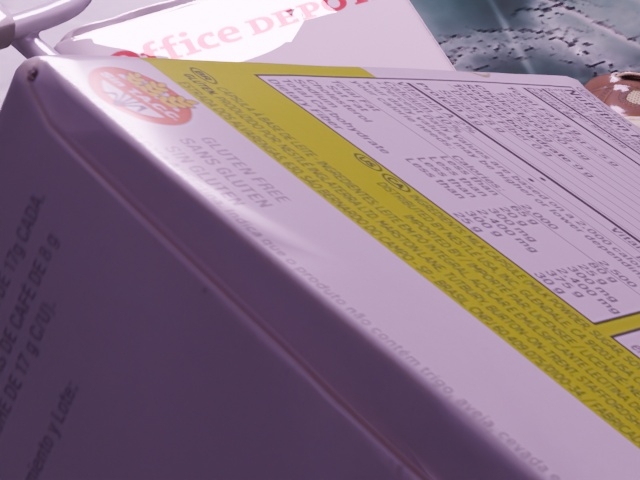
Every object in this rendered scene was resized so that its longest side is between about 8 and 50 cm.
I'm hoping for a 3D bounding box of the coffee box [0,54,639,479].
[{"bbox_3d":[0.061,0.168,0.571,0.338,0.337,0.334,38,24,26],"label":"coffee box"}]

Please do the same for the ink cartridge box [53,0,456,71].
[{"bbox_3d":[0.000,0.000,0.913,0.207,0.117,0.283,-20,62,-22],"label":"ink cartridge box"}]

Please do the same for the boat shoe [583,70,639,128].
[{"bbox_3d":[0.276,-0.056,1.021,0.257,0.095,0.095,11,49,-3],"label":"boat shoe"}]

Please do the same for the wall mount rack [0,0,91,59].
[{"bbox_3d":[-0.292,-0.094,0.818,0.304,0.130,0.350,38,38,22],"label":"wall mount rack"}]
